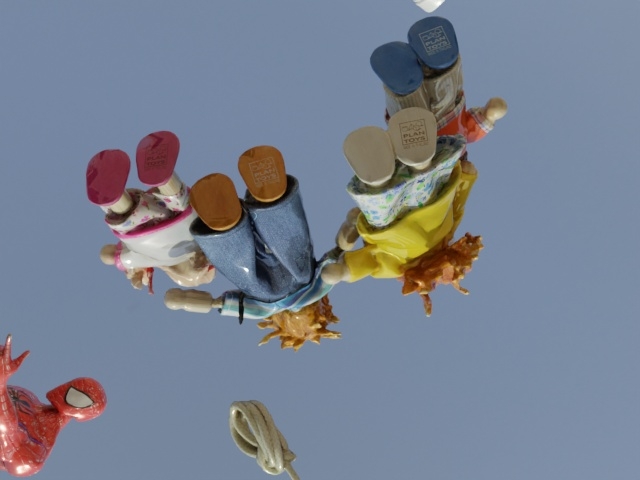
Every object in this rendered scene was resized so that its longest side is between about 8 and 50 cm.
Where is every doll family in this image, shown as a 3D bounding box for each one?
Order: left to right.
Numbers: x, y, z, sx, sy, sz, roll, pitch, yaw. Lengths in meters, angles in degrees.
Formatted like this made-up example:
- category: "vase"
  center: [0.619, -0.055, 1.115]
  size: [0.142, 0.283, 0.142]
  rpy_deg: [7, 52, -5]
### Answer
- category: "doll family"
  center: [0.000, 0.000, 0.530]
  size: [0.262, 0.163, 0.118]
  rpy_deg: [-21, -120, 2]

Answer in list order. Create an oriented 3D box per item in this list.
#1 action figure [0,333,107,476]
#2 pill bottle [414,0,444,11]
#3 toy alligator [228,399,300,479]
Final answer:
- category: "action figure"
  center: [-0.281, 0.108, 0.583]
  size: [0.280, 0.139, 0.091]
  rpy_deg: [-10, -147, -18]
- category: "pill bottle"
  center: [0.071, -0.312, 0.949]
  size: [0.160, 0.087, 0.087]
  rpy_deg: [33, -128, -16]
- category: "toy alligator"
  center: [0.031, 0.132, 0.325]
  size: [0.051, 0.056, 0.190]
  rpy_deg: [-25, -95, -35]
